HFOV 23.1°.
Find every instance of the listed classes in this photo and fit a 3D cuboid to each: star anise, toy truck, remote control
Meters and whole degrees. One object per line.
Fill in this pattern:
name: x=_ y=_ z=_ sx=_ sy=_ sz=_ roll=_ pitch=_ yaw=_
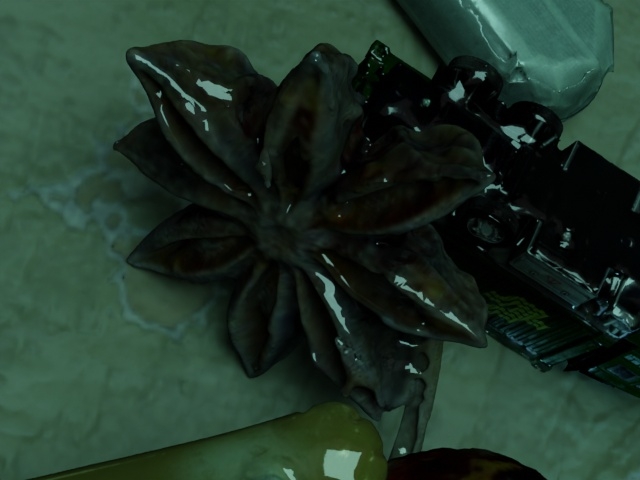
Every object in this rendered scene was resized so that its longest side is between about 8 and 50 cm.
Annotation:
star anise: x=-0.001 y=0.000 z=0.767 sx=0.262 sy=0.230 sz=0.081 roll=58 pitch=38 yaw=-20
toy truck: x=0.115 y=-0.003 z=0.844 sx=0.259 sy=0.121 sz=0.088 roll=32 pitch=65 yaw=-9
remote control: x=0.081 y=-0.177 z=0.922 sx=0.104 sy=0.052 sz=0.247 roll=-36 pitch=87 yaw=-27

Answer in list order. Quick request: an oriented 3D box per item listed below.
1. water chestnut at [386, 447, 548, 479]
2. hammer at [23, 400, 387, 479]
water chestnut: x=0.064 y=0.239 z=0.690 sx=0.289 sy=0.244 sz=0.289 roll=5 pitch=72 yaw=-16
hammer: x=-0.119 y=0.125 z=0.667 sx=0.305 sy=0.113 sz=0.201 roll=-12 pitch=79 yaw=11
